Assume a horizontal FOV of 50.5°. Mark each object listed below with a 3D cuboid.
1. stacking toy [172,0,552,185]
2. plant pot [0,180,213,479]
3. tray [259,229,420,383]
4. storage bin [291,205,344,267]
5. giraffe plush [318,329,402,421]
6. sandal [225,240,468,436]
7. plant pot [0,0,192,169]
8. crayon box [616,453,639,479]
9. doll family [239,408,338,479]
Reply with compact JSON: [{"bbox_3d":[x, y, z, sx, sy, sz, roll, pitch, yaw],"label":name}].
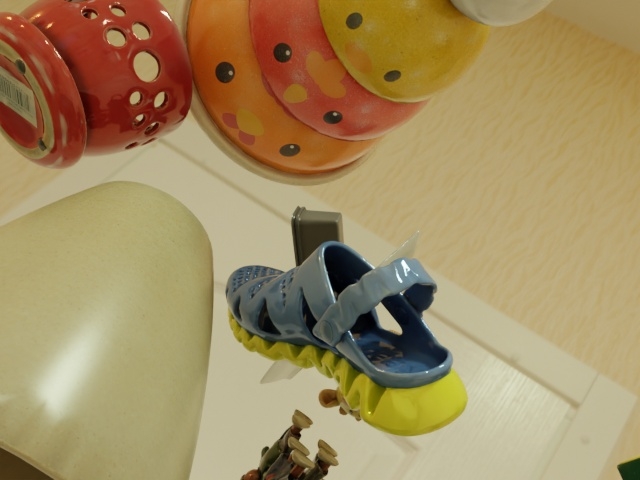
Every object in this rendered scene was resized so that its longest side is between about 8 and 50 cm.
[{"bbox_3d":[0.067,-0.260,0.762,0.350,0.350,0.480,54,-27,-17],"label":"stacking toy"},{"bbox_3d":[-0.185,0.081,0.490,0.257,0.274,0.256,8,-50,10],"label":"plant pot"},{"bbox_3d":[0.034,0.097,0.915,0.030,0.270,0.145,47,-29,8],"label":"tray"},{"bbox_3d":[0.000,0.000,1.353,0.091,0.098,0.135,0,-67,11],"label":"storage bin"},{"bbox_3d":[0.078,0.233,1.195,0.182,0.170,0.210,17,-9,31],"label":"giraffe plush"},{"bbox_3d":[0.014,0.062,0.664,0.317,0.126,0.138,15,-67,47],"label":"sandal"},{"bbox_3d":[-0.268,-0.178,0.755,0.191,0.174,0.191,24,-48,29],"label":"plant pot"},{"bbox_3d":[0.665,0.313,1.008,0.313,0.363,0.106,-34,-118,34],"label":"crayon box"},{"bbox_3d":[-0.033,0.235,0.600,0.076,0.111,0.193,39,3,0],"label":"doll family"}]
